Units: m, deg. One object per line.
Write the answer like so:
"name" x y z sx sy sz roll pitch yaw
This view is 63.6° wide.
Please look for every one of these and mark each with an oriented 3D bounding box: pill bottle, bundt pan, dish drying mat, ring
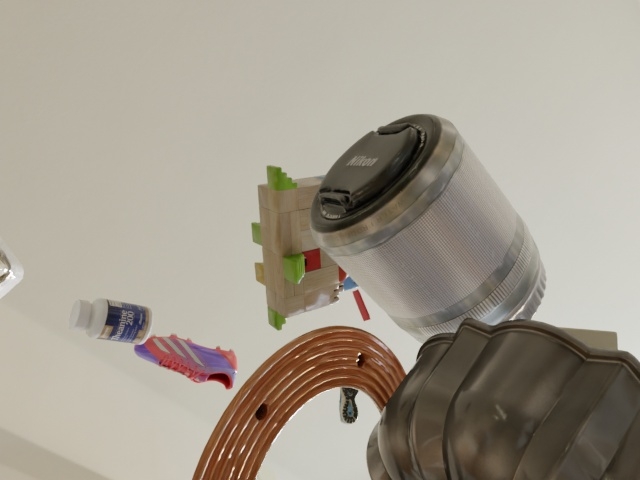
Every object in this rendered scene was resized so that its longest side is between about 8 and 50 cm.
"pill bottle" -0.350 0.134 0.863 0.120 0.067 0.067 19 -72 -38
"bundt pan" 0.167 0.233 0.409 0.124 0.330 0.331 -30 -56 -36
"dish drying mat" 0.106 0.168 1.336 0.008 0.032 0.083 -19 -97 -33
"ring" 0.000 0.252 0.502 0.336 0.032 0.337 0 -89 -48

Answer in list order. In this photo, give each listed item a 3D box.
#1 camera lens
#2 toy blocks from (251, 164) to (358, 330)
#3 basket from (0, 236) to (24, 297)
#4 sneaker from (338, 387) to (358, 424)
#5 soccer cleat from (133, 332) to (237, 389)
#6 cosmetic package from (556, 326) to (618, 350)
"camera lens" 0.138 -0.007 0.675 0.219 0.219 0.274 -43 -66 5
"toy blocks" 0.000 0.000 1.202 0.260 0.190 0.382 -13 -70 -31
"basket" -0.620 0.014 0.595 0.328 0.266 0.331 -40 -93 -8
"sneaker" 0.075 0.463 1.528 0.063 0.162 0.073 16 -32 -13
"soccer cleat" -0.305 0.282 1.190 0.247 0.095 0.083 19 -46 -30
"cosmetic package" 0.339 0.222 0.900 0.295 0.129 0.153 2 -24 15
